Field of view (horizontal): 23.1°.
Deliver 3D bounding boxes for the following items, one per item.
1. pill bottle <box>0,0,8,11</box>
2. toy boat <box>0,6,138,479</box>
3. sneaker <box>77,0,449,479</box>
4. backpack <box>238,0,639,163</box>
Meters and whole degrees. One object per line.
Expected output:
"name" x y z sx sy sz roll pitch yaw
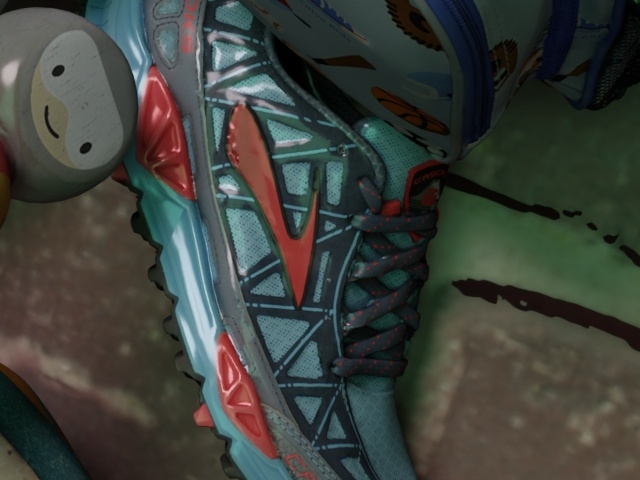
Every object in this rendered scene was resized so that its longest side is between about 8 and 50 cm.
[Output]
"pill bottle" -0.216 -0.114 0.605 0.264 0.146 0.146 -22 89 32
"toy boat" -0.154 0.052 0.607 0.267 0.148 0.318 38 139 11
"sneaker" 0.000 0.000 0.608 0.125 0.104 0.262 -23 89 14
"backpack" 0.037 -0.168 0.483 0.276 0.263 0.213 37 74 8
